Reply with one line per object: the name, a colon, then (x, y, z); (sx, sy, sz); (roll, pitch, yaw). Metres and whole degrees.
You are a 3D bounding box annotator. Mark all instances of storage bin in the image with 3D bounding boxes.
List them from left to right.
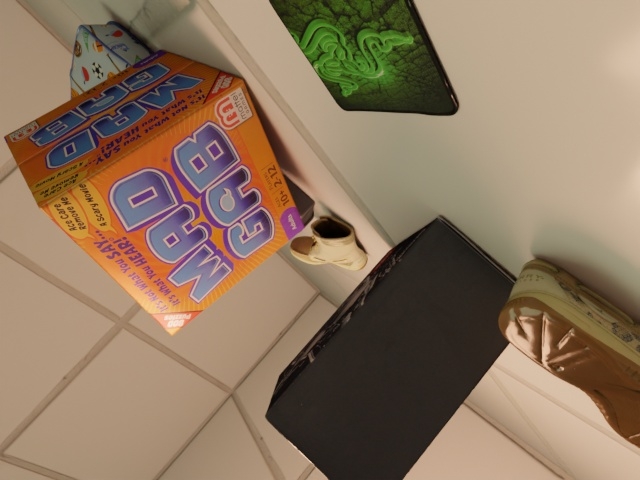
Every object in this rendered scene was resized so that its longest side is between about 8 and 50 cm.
storage bin: (-0.081, -0.091, 1.027); (0.135, 0.098, 0.091); (42, 161, 2)

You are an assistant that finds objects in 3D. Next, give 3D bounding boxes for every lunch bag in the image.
lunch bag: (-0.493, -0.350, 1.026); (0.243, 0.115, 0.303); (39, 133, 6)

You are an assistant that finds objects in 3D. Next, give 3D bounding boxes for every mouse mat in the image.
mouse mat: (0.031, -0.179, 0.386); (0.152, 0.007, 0.189); (48, 170, -34)

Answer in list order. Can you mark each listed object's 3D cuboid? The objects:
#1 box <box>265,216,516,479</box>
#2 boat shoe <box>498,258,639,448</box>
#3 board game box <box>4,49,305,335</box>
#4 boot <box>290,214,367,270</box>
box: (0.101, 0.169, 0.660); (0.179, 0.343, 0.312); (42, 171, 4)
boat shoe: (0.319, 0.129, 0.420); (0.285, 0.089, 0.104); (39, 145, 0)
board game box: (-0.316, -0.112, 0.846); (0.356, 0.356, 0.356); (34, 157, 40)
boot: (0.000, 0.000, 1.018); (0.213, 0.077, 0.165); (11, 156, 25)
